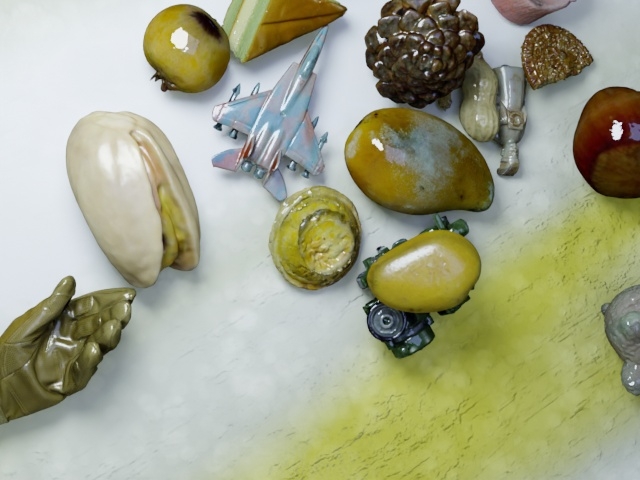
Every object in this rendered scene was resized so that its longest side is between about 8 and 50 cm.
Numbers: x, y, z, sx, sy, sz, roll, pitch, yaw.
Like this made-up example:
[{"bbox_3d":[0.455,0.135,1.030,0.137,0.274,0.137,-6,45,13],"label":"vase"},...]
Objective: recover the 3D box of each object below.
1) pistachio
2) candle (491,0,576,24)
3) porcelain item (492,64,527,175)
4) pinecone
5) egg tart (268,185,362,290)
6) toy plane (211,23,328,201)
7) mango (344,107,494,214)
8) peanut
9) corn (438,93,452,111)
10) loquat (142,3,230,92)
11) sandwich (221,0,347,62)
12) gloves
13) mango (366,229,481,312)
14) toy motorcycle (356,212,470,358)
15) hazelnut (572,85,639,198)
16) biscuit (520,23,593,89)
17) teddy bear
[{"bbox_3d":[-0.312,-0.073,1.241,0.187,0.187,0.299,-20,97,-16],"label":"pistachio"},{"bbox_3d":[0.412,-0.614,1.501,0.287,0.131,0.317,-39,106,-21],"label":"candle"},{"bbox_3d":[0.375,-0.236,1.493,0.084,0.054,0.213,2,86,-15],"label":"porcelain item"},{"bbox_3d":[0.186,-0.355,1.376,0.202,0.229,0.201,41,32,3],"label":"pinecone"},{"bbox_3d":[0.000,0.000,1.344,0.191,0.074,0.191,-5,103,-23],"label":"egg tart"},{"bbox_3d":[-0.061,-0.244,1.351,0.222,0.104,0.327,28,75,-12],"label":"toy plane"},{"bbox_3d":[0.192,-0.138,1.389,0.316,0.146,0.193,15,79,-19],"label":"mango"},{"bbox_3d":[0.305,-0.281,1.463,0.082,0.082,0.187,-2,85,-15],"label":"peanut"},{"bbox_3d":[0.244,-0.294,1.475,0.028,0.027,0.083,0,85,6],"label":"corn"},{"bbox_3d":[-0.230,-0.328,1.293,0.163,0.137,0.163,-5,101,-29],"label":"loquat"},{"bbox_3d":[-0.067,-0.395,1.370,0.187,0.117,0.144,0,125,-40],"label":"sandwich"},{"bbox_3d":[-0.430,0.177,1.197,0.331,0.141,0.154,-32,68,-6],"label":"gloves"},{"bbox_3d":[0.175,0.054,1.278,0.195,0.098,0.137,-6,91,3],"label":"mango"},{"bbox_3d":[0.187,0.079,1.380,0.275,0.127,0.205,-29,90,-12],"label":"toy motorcycle"},{"bbox_3d":[0.614,-0.192,1.491,0.251,0.217,0.217,15,82,-23],"label":"hazelnut"},{"bbox_3d":[0.470,-0.380,1.519,0.206,0.025,0.126,-27,87,-33],"label":"biscuit"},{"bbox_3d":[0.676,0.214,1.491,0.236,0.151,0.267,-39,93,-13],"label":"teddy bear"}]
